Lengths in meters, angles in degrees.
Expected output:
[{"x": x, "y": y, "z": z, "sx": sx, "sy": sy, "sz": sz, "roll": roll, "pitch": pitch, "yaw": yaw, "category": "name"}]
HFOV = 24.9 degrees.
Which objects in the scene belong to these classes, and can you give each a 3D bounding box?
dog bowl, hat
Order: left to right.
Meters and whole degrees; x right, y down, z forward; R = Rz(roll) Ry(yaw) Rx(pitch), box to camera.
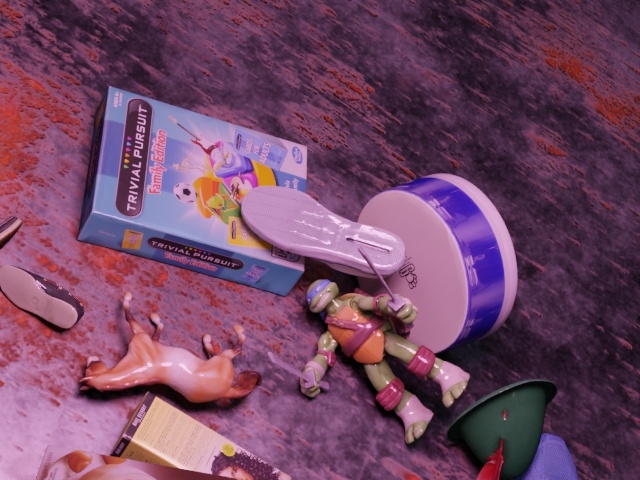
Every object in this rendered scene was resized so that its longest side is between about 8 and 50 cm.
[{"x": 0.171, "y": 0.037, "z": 2.215, "sx": 0.104, "sy": 0.265, "sz": 0.265, "roll": -17, "pitch": 66, "yaw": -35, "category": "dog bowl"}, {"x": 0.292, "y": 0.333, "z": 2.123, "sx": 0.173, "sy": 0.208, "sz": 0.184, "roll": 6, "pitch": 50, "yaw": -41, "category": "hat"}]

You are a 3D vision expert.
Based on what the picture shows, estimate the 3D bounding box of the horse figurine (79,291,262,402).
[{"x": -0.196, "y": 0.169, "z": 2.032, "sx": 0.263, "sy": 0.066, "sz": 0.174, "roll": 20, "pitch": 35, "yaw": -14, "category": "horse figurine"}]

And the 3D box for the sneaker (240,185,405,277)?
[{"x": 0.000, "y": 0.000, "z": 2.168, "sx": 0.258, "sy": 0.091, "sz": 0.094, "roll": 23, "pitch": 69, "yaw": 5, "category": "sneaker"}]

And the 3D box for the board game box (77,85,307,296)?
[{"x": -0.188, "y": -0.076, "z": 2.225, "sx": 0.336, "sy": 0.079, "sz": 0.254, "roll": 16, "pitch": 49, "yaw": -19, "category": "board game box"}]

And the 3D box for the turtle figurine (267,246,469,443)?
[{"x": 0.071, "y": 0.173, "z": 2.106, "sx": 0.266, "sy": 0.274, "sz": 0.198, "roll": 41, "pitch": 80, "yaw": -1, "category": "turtle figurine"}]

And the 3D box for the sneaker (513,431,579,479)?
[{"x": 0.372, "y": 0.424, "z": 2.112, "sx": 0.129, "sy": 0.147, "sz": 0.330, "roll": 9, "pitch": 51, "yaw": -24, "category": "sneaker"}]

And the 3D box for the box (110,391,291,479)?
[{"x": -0.160, "y": 0.305, "z": 1.960, "sx": 0.232, "sy": 0.058, "sz": 0.087, "roll": 30, "pitch": 46, "yaw": -5, "category": "box"}]

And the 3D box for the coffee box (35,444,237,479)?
[{"x": -0.235, "y": 0.353, "z": 1.798, "sx": 0.246, "sy": 0.098, "sz": 0.141, "roll": 9, "pitch": 49, "yaw": 3, "category": "coffee box"}]

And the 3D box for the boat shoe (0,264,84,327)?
[{"x": -0.391, "y": 0.076, "z": 2.019, "sx": 0.133, "sy": 0.049, "sz": 0.042, "roll": 31, "pitch": 18, "yaw": 4, "category": "boat shoe"}]

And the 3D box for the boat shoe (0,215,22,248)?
[{"x": -0.477, "y": 0.004, "z": 2.014, "sx": 0.049, "sy": 0.056, "sz": 0.152, "roll": 45, "pitch": 46, "yaw": 1, "category": "boat shoe"}]
